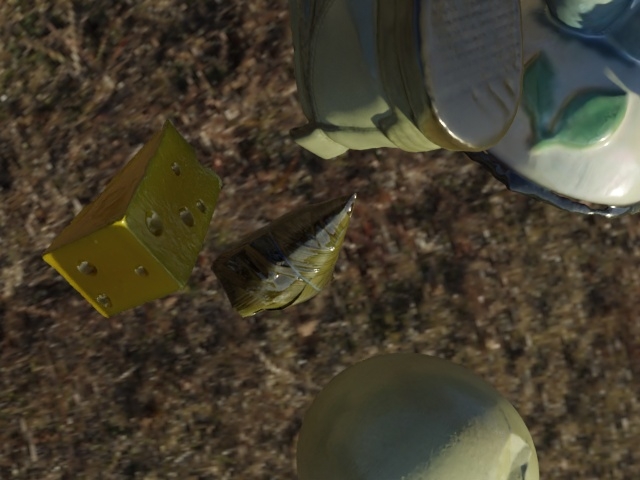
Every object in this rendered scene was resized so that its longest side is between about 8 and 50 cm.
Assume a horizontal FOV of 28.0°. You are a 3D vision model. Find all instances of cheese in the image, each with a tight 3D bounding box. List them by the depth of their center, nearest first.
[{"bbox_3d":[-0.158,-0.029,1.221,0.093,0.126,0.171,47,48,-22],"label":"cheese"}]

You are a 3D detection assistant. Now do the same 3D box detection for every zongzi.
[{"bbox_3d":[0.000,0.000,2.165,0.138,0.300,0.286,56,26,10],"label":"zongzi"}]

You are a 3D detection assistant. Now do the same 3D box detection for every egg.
[{"bbox_3d":[0.095,0.221,1.232,0.269,0.219,0.219,29,61,-38],"label":"egg"}]

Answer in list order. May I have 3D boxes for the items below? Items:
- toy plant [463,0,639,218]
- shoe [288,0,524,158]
[{"bbox_3d":[0.248,-0.210,1.041,0.247,0.332,0.247,16,37,-13],"label":"toy plant"},{"bbox_3d":[0.028,-0.167,0.613,0.103,0.098,0.274,21,63,-50],"label":"shoe"}]
